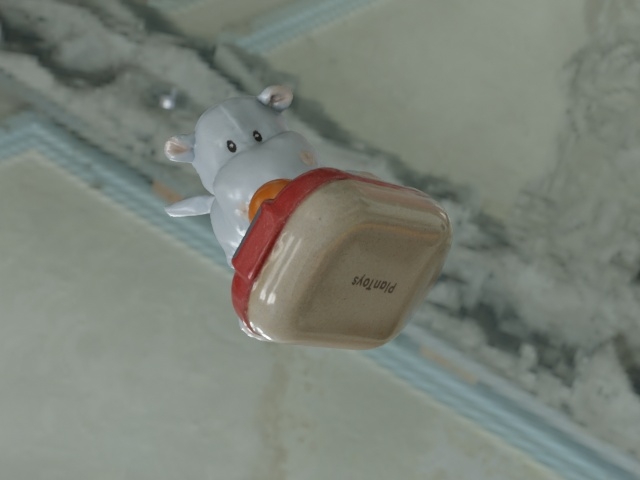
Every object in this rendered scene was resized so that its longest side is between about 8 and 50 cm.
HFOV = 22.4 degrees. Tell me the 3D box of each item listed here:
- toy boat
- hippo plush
[{"bbox_3d":[0.000,0.000,1.351,0.151,0.151,0.231,38,-164,34],"label":"toy boat"},{"bbox_3d":[-0.036,-0.065,1.782,0.234,0.236,0.294,-25,-131,-11],"label":"hippo plush"}]
